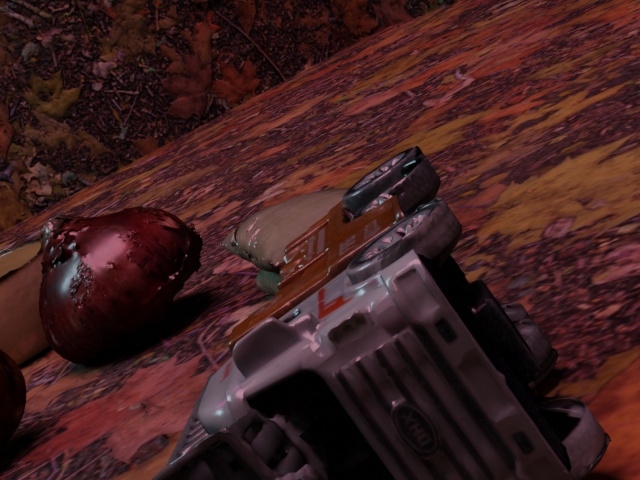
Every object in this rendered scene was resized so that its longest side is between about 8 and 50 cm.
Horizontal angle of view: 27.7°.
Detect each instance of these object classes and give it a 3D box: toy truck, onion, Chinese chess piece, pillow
[{"bbox_3d":[0.015,0.070,0.636,0.184,0.133,0.338,-35,7,7],"label":"toy truck"},{"bbox_3d":[-0.205,0.028,1.258,0.184,0.147,0.184,-39,12,10],"label":"onion"},{"bbox_3d":[-0.390,0.093,1.479,0.250,0.103,0.250,-25,12,6],"label":"Chinese chess piece"},{"bbox_3d":[0.000,0.000,1.101,0.134,0.078,0.181,-28,12,-11],"label":"pillow"}]

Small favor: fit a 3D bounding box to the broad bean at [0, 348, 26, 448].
[{"bbox_3d":[-0.351,0.154,1.077,0.228,0.156,0.122,-30,-32,12],"label":"broad bean"}]
